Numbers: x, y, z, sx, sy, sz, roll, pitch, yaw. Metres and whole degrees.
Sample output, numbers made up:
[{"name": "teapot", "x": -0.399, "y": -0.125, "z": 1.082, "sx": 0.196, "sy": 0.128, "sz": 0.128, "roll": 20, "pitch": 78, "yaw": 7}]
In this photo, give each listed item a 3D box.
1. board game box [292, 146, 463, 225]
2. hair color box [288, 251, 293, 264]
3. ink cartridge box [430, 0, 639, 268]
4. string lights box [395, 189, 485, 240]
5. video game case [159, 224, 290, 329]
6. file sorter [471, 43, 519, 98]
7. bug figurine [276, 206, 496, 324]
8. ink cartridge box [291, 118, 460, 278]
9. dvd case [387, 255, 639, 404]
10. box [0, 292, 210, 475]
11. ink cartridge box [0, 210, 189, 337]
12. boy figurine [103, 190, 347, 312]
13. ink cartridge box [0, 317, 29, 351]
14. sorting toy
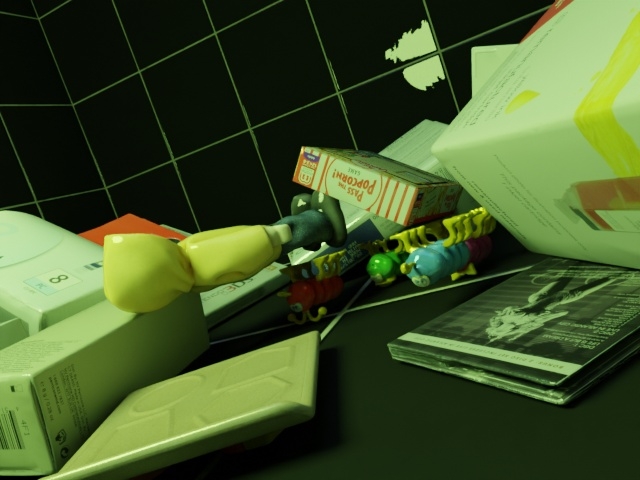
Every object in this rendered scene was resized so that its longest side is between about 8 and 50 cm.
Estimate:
[{"name": "board game box", "x": 0.079, "y": -0.071, "z": 0.680, "sx": 0.147, "sy": 0.045, "sz": 0.194, "roll": 24, "pitch": 17, "yaw": 24}, {"name": "hair color box", "x": 0.000, "y": 0.000, "z": 1.130, "sx": 0.141, "sy": 0.071, "sz": 0.043, "roll": -18, "pitch": 7, "yaw": 7}, {"name": "ink cartridge box", "x": 0.282, "y": -0.126, "z": 0.359, "sx": 0.279, "sy": 0.160, "sz": 0.385, "roll": -48, "pitch": 11, "yaw": -5}, {"name": "string lights box", "x": 0.205, "y": -0.058, "z": 0.990, "sx": 0.134, "sy": 0.076, "sz": 0.260, "roll": -22, "pitch": 7, "yaw": -26}, {"name": "video game case", "x": -0.269, "y": 0.062, "z": 0.937, "sx": 0.329, "sy": 0.036, "sz": 0.300, "roll": 16, "pitch": 25, "yaw": 29}, {"name": "file sorter", "x": 0.385, "y": -0.194, "z": 0.803, "sx": 0.173, "sy": 0.192, "sz": 0.278, "roll": -19, "pitch": 23, "yaw": -32}, {"name": "bug figurine", "x": 0.089, "y": 0.028, "z": 0.638, "sx": 0.216, "sy": 0.072, "sz": 0.279, "roll": -17, "pitch": -2, "yaw": -42}, {"name": "ink cartridge box", "x": 0.100, "y": -0.077, "z": 0.942, "sx": 0.324, "sy": 0.071, "sz": 0.330, "roll": -36, "pitch": 12, "yaw": 9}, {"name": "dvd case", "x": 0.183, "y": 0.049, "z": 0.415, "sx": 0.221, "sy": 0.018, "sz": 0.165, "roll": -22, "pitch": 8, "yaw": -26}, {"name": "box", "x": -0.234, "y": 0.128, "z": 0.588, "sx": 0.113, "sy": 0.094, "sz": 0.275, "roll": -7, "pitch": 10, "yaw": 19}, {"name": "ink cartridge box", "x": -0.348, "y": 0.017, "z": 0.857, "sx": 0.308, "sy": 0.091, "sz": 0.385, "roll": 19, "pitch": 28, "yaw": 27}, {"name": "boy figurine", "x": -0.113, "y": 0.009, "z": 0.645, "sx": 0.285, "sy": 0.092, "sz": 0.177, "roll": -15, "pitch": 2, "yaw": -33}, {"name": "ink cartridge box", "x": -0.393, "y": 0.175, "z": 0.565, "sx": 0.176, "sy": 0.127, "sz": 0.128, "roll": -18, "pitch": 7, "yaw": 19}, {"name": "sorting toy", "x": -0.091, "y": 0.136, "z": 0.442, "sx": 0.193, "sy": 0.038, "sz": 0.208, "roll": -19, "pitch": 2, "yaw": 4}]
